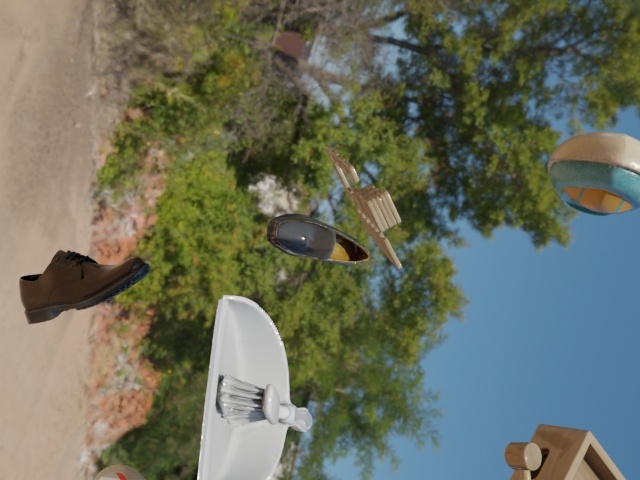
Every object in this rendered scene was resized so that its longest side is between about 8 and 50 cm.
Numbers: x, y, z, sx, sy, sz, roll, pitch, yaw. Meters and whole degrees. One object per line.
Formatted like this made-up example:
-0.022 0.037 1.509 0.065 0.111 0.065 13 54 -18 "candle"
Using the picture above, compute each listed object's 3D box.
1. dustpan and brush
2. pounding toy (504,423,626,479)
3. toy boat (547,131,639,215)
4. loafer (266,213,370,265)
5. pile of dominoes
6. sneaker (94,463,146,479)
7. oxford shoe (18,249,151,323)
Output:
-0.044 0.141 0.613 0.211 0.061 0.147 78 15 -70 "dustpan and brush"
0.285 0.327 0.949 0.181 0.206 0.094 -50 -159 -28 "pounding toy"
0.539 -0.076 1.233 0.267 0.319 0.148 24 85 -73 "toy boat"
0.000 0.000 1.033 0.061 0.170 0.062 13 -89 48 "loafer"
0.085 -0.070 1.276 0.195 0.040 0.251 63 -1 -19 "pile of dominoes"
-0.155 0.222 0.540 0.161 0.057 0.075 -106 -176 -52 "sneaker"
-0.366 0.056 1.107 0.083 0.227 0.096 -46 119 -74 "oxford shoe"
